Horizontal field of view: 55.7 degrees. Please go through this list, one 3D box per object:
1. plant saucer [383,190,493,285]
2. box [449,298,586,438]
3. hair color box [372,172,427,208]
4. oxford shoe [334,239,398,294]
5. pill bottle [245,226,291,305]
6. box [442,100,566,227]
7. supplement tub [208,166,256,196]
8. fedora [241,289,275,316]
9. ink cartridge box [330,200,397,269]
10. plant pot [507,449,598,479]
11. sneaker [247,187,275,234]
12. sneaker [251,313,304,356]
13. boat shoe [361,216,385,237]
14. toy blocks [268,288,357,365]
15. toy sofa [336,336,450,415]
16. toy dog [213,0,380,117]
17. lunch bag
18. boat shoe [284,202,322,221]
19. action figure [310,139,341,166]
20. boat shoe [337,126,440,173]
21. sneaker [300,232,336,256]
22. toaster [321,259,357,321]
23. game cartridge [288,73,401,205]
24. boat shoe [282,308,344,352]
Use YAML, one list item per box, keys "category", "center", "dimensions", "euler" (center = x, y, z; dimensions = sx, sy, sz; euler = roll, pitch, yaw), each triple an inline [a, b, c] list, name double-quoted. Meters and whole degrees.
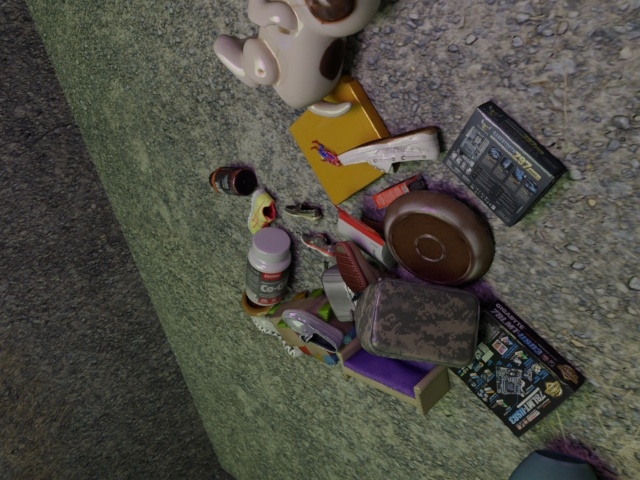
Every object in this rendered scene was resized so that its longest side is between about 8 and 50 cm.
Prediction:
- category: "plant saucer"
  center: [0.296, 0.011, 1.594]
  dimensions: [0.310, 0.050, 0.311]
  euler: [23, 137, 23]
- category: "box"
  center: [0.507, 0.351, 1.635]
  dimensions: [0.293, 0.073, 0.295]
  euler: [44, 143, 20]
- category: "hair color box"
  center: [0.213, -0.132, 1.638]
  dimensions: [0.141, 0.072, 0.043]
  euler: [-20, 100, 54]
- category: "oxford shoe"
  center: [0.159, 0.123, 1.819]
  dimensions: [0.123, 0.130, 0.348]
  euler: [21, 146, 59]
- category: "pill bottle"
  center: [-0.193, 0.097, 2.248]
  dimensions: [0.161, 0.161, 0.283]
  euler: [40, 142, 25]
- category: "box"
  center: [0.407, -0.171, 1.372]
  dimensions: [0.233, 0.059, 0.183]
  euler: [47, 145, 18]
- category: "supplement tub"
  center: [-0.331, -0.220, 2.232]
  dimensions: [0.198, 0.106, 0.106]
  euler: [12, 125, 48]
- category: "fedora"
  center: [-0.223, 0.230, 2.427]
  dimensions: [0.194, 0.194, 0.079]
  euler: [26, 168, 39]
- category: "ink cartridge box"
  center: [0.119, -0.011, 1.763]
  dimensions: [0.181, 0.056, 0.224]
  euler: [35, 179, 31]
- category: "plant pot"
  center: [0.622, 0.668, 1.597]
  dimensions: [0.290, 0.290, 0.195]
  euler: [1, 80, 52]
- category: "sneaker"
  center: [-0.207, -0.084, 2.201]
  dimensions: [0.094, 0.081, 0.208]
  euler: [35, 139, 28]
- category: "sneaker"
  center: [-0.159, 0.342, 2.459]
  dimensions: [0.292, 0.110, 0.118]
  euler: [34, 132, 20]
- category: "boat shoe"
  center: [0.199, -0.032, 1.750]
  dimensions: [0.178, 0.064, 0.060]
  euler: [28, 100, 32]
- category: "toy blocks"
  center: [-0.006, 0.339, 2.208]
  dimensions: [0.381, 0.191, 0.261]
  euler: [-16, 115, 48]
- category: "toy sofa"
  center: [0.227, 0.398, 1.958]
  dimensions: [0.362, 0.150, 0.177]
  euler: [15, 128, 46]
- category: "toy dog"
  center: [-0.025, -0.519, 1.460]
  dimensions: [0.395, 0.284, 0.408]
  euler: [58, 143, 6]
- category: "lunch bag"
  center: [0.245, 0.220, 1.641]
  dimensions: [0.256, 0.305, 0.213]
  euler: [131, 147, -78]
- category: "boat shoe"
  center: [-0.058, -0.104, 2.025]
  dimensions: [0.152, 0.056, 0.049]
  euler: [14, 122, 34]
- category: "action figure"
  center: [0.016, -0.247, 1.755]
  dimensions: [0.115, 0.030, 0.038]
  euler: [38, 135, 24]
- category: "boat shoe"
  center: [0.171, -0.214, 1.547]
  dimensions: [0.277, 0.098, 0.096]
  euler: [-8, 107, 34]
- category: "sneaker"
  center: [0.000, 0.000, 2.041]
  dimensions: [0.158, 0.061, 0.065]
  euler: [29, 109, 35]
- category: "toaster"
  center: [0.103, 0.156, 1.948]
  dimensions: [0.146, 0.129, 0.227]
  euler: [-7, 108, 53]
- category: "game cartridge"
  center: [0.066, -0.280, 1.737]
  dimensions: [0.323, 0.052, 0.285]
  euler: [-30, 91, 53]
- category: "boat shoe"
  center: [-0.031, 0.305, 2.024]
  dimensions: [0.227, 0.081, 0.079]
  euler: [25, 132, 2]
